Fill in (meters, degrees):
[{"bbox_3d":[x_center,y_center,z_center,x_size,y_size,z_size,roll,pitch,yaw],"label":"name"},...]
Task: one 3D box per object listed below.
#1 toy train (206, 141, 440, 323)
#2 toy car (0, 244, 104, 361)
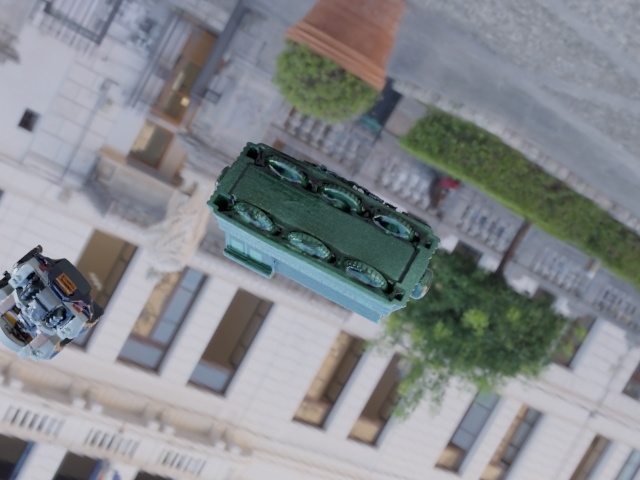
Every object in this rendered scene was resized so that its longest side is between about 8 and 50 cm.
[{"bbox_3d":[0.000,0.000,1.314,0.330,0.138,0.178,28,155,8],"label":"toy train"},{"bbox_3d":[-0.533,0.123,1.781,0.193,0.118,0.301,50,141,-7],"label":"toy car"}]
